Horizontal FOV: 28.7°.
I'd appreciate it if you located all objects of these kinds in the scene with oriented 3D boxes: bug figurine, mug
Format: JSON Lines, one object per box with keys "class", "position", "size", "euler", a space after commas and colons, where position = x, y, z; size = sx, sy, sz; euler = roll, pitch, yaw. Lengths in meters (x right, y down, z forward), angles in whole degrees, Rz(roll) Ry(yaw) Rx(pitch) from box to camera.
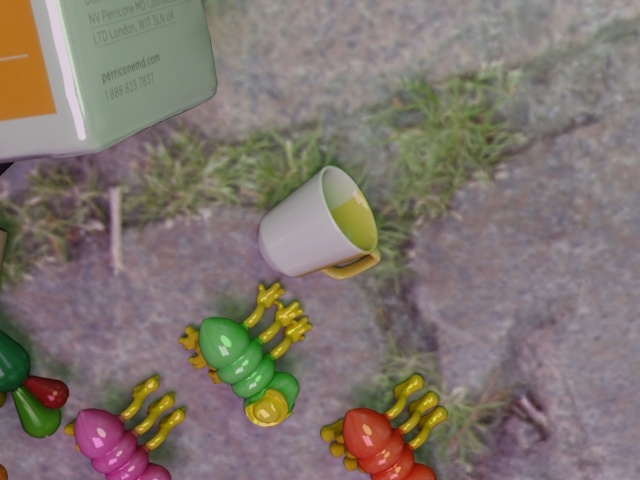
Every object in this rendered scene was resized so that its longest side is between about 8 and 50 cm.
{"class": "bug figurine", "position": [-0.058, 0.164, 0.879], "size": [0.279, 0.072, 0.216], "euler": [-35, 106, 19]}
{"class": "mug", "position": [-0.002, 0.000, 0.809], "size": [0.064, 0.062, 0.078], "euler": [-28, 102, 25]}

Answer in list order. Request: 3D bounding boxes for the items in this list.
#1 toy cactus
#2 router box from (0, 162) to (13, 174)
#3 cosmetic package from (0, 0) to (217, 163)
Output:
{"class": "toy cactus", "position": [-0.255, 0.074, 0.830], "size": [0.219, 0.112, 0.180], "euler": [20, 90, -30]}
{"class": "router box", "position": [-0.237, -0.131, 0.780], "size": [0.133, 0.046, 0.179], "euler": [-40, 104, 20]}
{"class": "cosmetic package", "position": [-0.220, -0.264, 0.605], "size": [0.230, 0.161, 0.453], "euler": [-6, 104, 19]}
